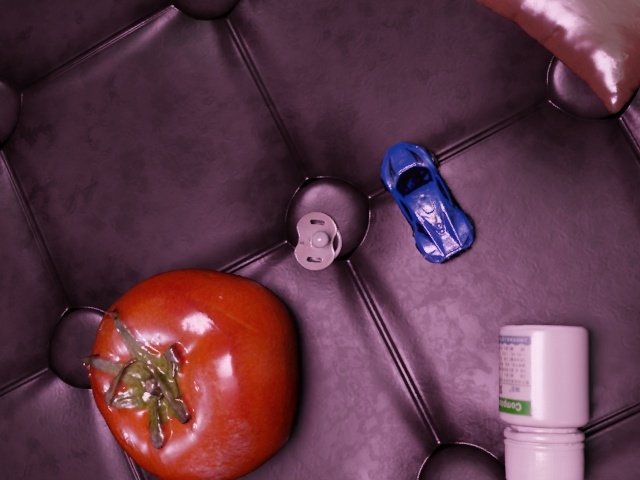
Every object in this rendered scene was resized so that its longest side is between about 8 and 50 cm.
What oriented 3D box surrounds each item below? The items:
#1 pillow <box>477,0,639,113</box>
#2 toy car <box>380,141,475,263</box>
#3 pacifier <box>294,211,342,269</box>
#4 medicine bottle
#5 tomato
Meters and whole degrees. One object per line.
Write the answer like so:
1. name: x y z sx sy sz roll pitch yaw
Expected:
1. pillow: 0.463 -0.402 1.289 0.308 0.108 0.305 45 95 12
2. toy car: 0.172 -0.067 1.337 0.103 0.063 0.216 -30 79 8
3. pacifier: 0.000 0.000 1.361 0.081 0.078 0.099 5 84 -9
4. medicine bottle: 0.340 0.246 1.231 0.139 0.139 0.237 -1 85 12
5. tomato: -0.190 0.212 1.285 0.341 0.273 0.341 1 91 24
